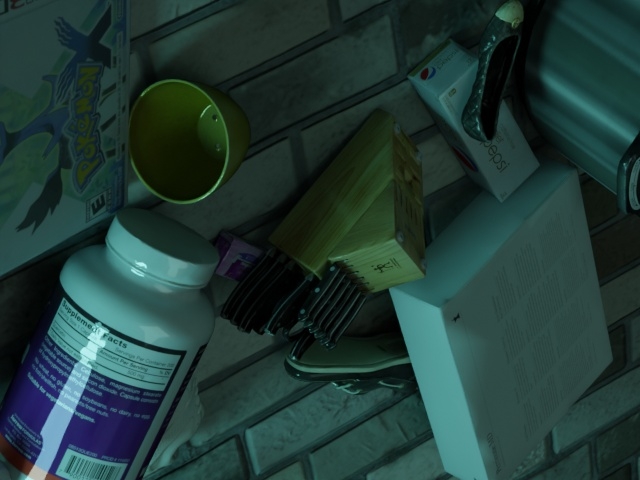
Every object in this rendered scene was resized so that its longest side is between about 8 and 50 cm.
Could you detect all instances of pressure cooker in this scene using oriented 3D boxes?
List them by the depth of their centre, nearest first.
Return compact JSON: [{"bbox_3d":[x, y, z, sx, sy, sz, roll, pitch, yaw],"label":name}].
[{"bbox_3d":[0.480,-0.180,2.088,0.375,0.420,0.370,24,103,-45],"label":"pressure cooker"}]

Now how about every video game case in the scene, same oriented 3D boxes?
[{"bbox_3d":[-0.298,-0.124,1.739,0.300,0.036,0.329,-33,139,-45],"label":"video game case"}]

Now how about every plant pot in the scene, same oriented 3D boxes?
[{"bbox_3d":[-0.130,-0.113,1.899,0.095,0.134,0.134,-18,133,-58],"label":"plant pot"}]

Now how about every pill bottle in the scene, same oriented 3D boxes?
[{"bbox_3d":[-0.234,0.133,1.940,0.181,0.181,0.323,12,111,-41],"label":"pill bottle"}]

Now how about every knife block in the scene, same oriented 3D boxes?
[{"bbox_3d":[0.000,0.000,2.075,0.242,0.276,0.088,-16,142,21],"label":"knife block"}]

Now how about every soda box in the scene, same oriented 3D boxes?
[{"bbox_3d":[0.190,-0.146,2.144,0.074,0.069,0.216,-43,136,-6],"label":"soda box"}]

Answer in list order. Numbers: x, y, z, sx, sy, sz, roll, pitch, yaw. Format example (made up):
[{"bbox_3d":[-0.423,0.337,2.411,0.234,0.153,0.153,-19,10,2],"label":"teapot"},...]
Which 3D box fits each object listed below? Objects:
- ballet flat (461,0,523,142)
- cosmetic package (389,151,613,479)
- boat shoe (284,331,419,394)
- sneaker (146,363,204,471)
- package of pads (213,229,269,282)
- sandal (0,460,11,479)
[{"bbox_3d":[0.209,-0.197,2.038,0.057,0.049,0.173,-5,119,-38],"label":"ballet flat"},{"bbox_3d":[0.247,0.113,2.304,0.284,0.097,0.377,-45,138,-27],"label":"cosmetic package"},{"bbox_3d":[0.048,0.168,2.246,0.233,0.084,0.079,1,118,-41],"label":"boat shoe"},{"bbox_3d":[-0.182,0.183,2.094,0.115,0.090,0.232,-3,130,-43],"label":"sneaker"},{"bbox_3d":[-0.094,0.025,2.075,0.083,0.032,0.050,23,99,-45],"label":"package of pads"},{"bbox_3d":[-0.501,0.349,1.940,0.416,0.102,0.169,-40,161,18],"label":"sandal"}]
